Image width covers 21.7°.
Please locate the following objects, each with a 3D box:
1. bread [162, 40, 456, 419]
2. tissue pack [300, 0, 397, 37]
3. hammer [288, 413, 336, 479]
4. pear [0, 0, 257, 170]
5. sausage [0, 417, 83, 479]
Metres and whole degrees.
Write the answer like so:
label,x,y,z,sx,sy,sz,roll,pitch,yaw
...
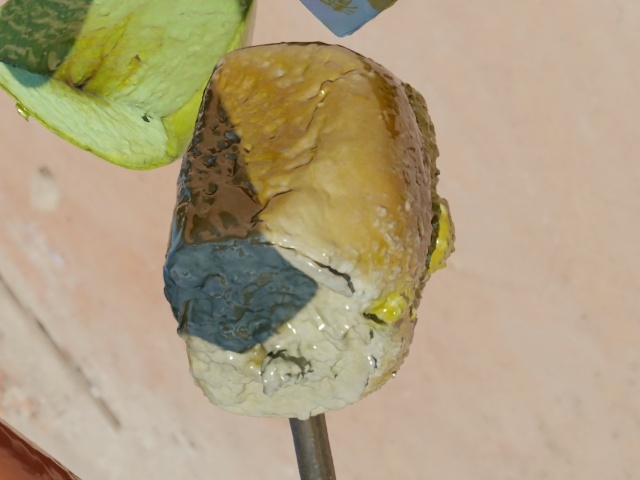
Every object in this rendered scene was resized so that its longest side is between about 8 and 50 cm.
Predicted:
label,x,y,z,sx,sy,sz,roll,pitch,yaw
bread,0.000,0.000,1.135,0.176,0.246,0.196,-1,137,14
tissue pack,-0.005,-0.327,1.529,0.225,0.185,0.124,42,130,-17
hammer,0.005,0.243,1.381,0.027,0.125,0.297,9,-114,-58
pear,-0.167,-0.198,1.664,0.288,0.239,0.139,20,158,33
sausage,-0.207,0.085,0.710,0.259,0.113,0.113,39,164,-7
